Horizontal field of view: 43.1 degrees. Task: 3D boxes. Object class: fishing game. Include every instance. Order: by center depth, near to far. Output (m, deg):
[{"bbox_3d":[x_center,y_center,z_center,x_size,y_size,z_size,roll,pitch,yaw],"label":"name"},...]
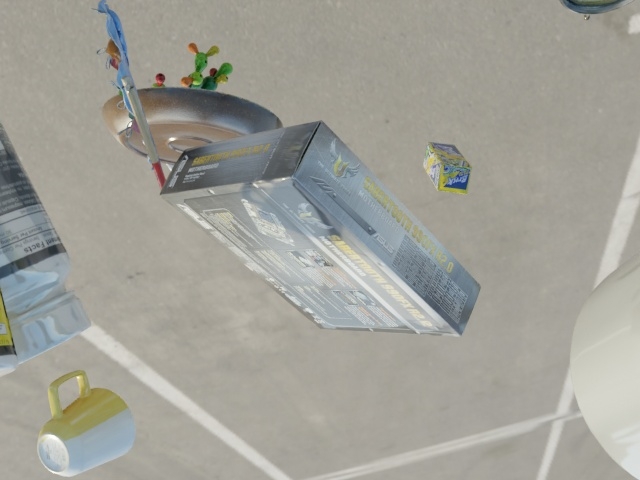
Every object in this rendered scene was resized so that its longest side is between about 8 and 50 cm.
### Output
[{"bbox_3d":[-0.211,-0.162,0.862,0.041,0.264,0.189,-18,128,-9],"label":"fishing game"}]

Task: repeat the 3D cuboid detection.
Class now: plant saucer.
[{"bbox_3d":[-0.220,-0.182,1.395,0.311,0.050,0.310,4,167,1],"label":"plant saucer"}]

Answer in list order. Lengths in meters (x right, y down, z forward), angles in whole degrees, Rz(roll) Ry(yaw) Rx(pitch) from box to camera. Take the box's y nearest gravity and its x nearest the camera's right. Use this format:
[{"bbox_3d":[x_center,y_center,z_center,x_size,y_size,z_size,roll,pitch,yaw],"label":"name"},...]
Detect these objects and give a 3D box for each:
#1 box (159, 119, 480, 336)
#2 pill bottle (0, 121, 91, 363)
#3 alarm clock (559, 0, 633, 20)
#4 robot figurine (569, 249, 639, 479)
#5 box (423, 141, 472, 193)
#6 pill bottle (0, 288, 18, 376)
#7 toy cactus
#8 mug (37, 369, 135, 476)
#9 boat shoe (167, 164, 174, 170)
[{"bbox_3d":[0.000,0.000,0.704,0.183,0.056,0.231,-5,142,48],"label":"box"},{"bbox_3d":[-0.491,0.002,1.173,0.204,0.361,0.204,-25,-176,2],"label":"pill bottle"},{"bbox_3d":[0.300,-0.316,0.860,0.129,0.064,0.192,-27,153,24],"label":"alarm clock"},{"bbox_3d":[0.297,0.070,0.546,0.200,0.300,0.353,-15,163,-6],"label":"robot figurine"},{"bbox_3d":[0.241,-0.141,1.554,0.059,0.169,0.054,6,111,-5],"label":"box"},{"bbox_3d":[-0.453,0.073,0.993,0.119,0.208,0.119,-17,171,-3],"label":"pill bottle"},{"bbox_3d":[-0.296,-0.340,1.809,0.219,0.112,0.180,-41,162,-45],"label":"toy cactus"},{"bbox_3d":[-0.201,0.156,0.666,0.062,0.078,0.064,-48,169,27],"label":"mug"},{"bbox_3d":[-0.321,-0.194,1.993,0.109,0.094,0.302,-26,117,16],"label":"boat shoe"}]
